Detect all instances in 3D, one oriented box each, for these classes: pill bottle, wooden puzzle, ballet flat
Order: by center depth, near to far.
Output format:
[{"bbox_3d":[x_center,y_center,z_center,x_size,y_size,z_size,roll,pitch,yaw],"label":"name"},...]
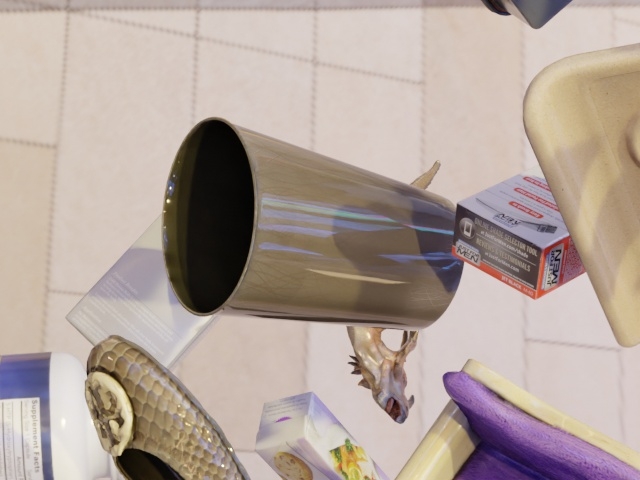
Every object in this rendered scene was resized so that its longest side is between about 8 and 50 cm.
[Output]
[{"bbox_3d":[-0.057,0.163,0.727,0.058,0.084,0.250,-32,91,-27],"label":"ballet flat"},{"bbox_3d":[0.345,-0.059,0.973,0.322,0.347,0.081,56,28,-47],"label":"wooden puzzle"},{"bbox_3d":[-0.213,0.135,0.985,0.186,0.112,0.112,-3,80,-8],"label":"pill bottle"}]

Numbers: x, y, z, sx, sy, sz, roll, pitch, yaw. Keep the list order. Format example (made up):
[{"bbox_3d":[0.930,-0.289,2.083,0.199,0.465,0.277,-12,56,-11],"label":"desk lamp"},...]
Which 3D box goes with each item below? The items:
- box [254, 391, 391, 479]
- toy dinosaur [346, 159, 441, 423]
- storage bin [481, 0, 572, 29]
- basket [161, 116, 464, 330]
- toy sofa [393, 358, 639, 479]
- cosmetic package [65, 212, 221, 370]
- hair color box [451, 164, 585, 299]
[{"bbox_3d":[0.041,0.283,1.513,0.324,0.067,0.063,53,34,-37],"label":"box"},{"bbox_3d":[0.079,0.052,1.683,0.200,0.127,0.296,39,70,-33],"label":"toy dinosaur"},{"bbox_3d":[0.190,-0.247,1.174,0.135,0.091,0.098,-41,119,8],"label":"storage bin"},{"bbox_3d":[0.000,0.000,1.217,0.226,0.204,0.154,13,116,-28],"label":"basket"},{"bbox_3d":[0.213,0.247,1.027,0.150,0.362,0.177,-54,145,-13],"label":"toy sofa"},{"bbox_3d":[-0.154,0.043,1.541,0.127,0.107,0.238,44,80,3],"label":"cosmetic package"},{"bbox_3d":[0.198,-0.019,1.144,0.167,0.093,0.053,-23,129,-37],"label":"hair color box"}]
